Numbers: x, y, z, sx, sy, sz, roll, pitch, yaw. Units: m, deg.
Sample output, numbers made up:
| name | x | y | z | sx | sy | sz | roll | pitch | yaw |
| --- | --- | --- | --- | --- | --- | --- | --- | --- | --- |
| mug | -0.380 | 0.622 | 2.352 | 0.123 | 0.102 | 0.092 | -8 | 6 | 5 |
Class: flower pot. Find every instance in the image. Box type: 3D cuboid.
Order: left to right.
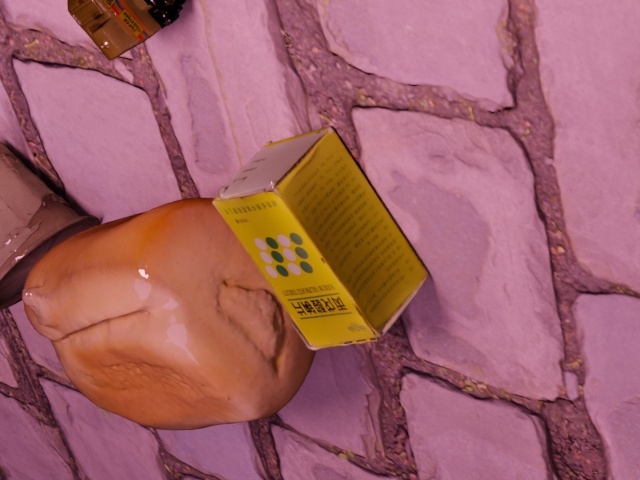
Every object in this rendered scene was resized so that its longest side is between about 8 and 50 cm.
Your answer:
| name | x | y | z | sx | sy | sz | roll | pitch | yaw |
| --- | --- | --- | --- | --- | --- | --- | --- | --- | --- |
| flower pot | -0.468 | -0.038 | 2.340 | 0.203 | 0.212 | 0.212 | 53 | 147 | 9 |

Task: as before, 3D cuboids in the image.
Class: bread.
| name | x | y | z | sx | sy | sz | roll | pitch | yaw |
| --- | --- | --- | --- | --- | --- | --- | --- | --- | --- |
| bread | -0.182 | 0.094 | 2.119 | 0.348 | 0.253 | 0.376 | 48 | 148 | -17 |

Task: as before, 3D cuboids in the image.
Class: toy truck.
| name | x | y | z | sx | sy | sz | roll | pitch | yaw |
| --- | --- | --- | --- | --- | --- | --- | --- | --- | --- |
| toy truck | -0.286 | -0.340 | 1.859 | 0.127 | 0.127 | 0.257 | -17 | 112 | 54 |

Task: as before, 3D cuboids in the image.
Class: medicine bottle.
| name | x | y | z | sx | sy | sz | roll | pitch | yaw |
| --- | --- | --- | --- | --- | --- | --- | --- | --- | --- |
| medicine bottle | 0.000 | 0.000 | 1.938 | 0.137 | 0.141 | 0.250 | -13 | 119 | 47 |
